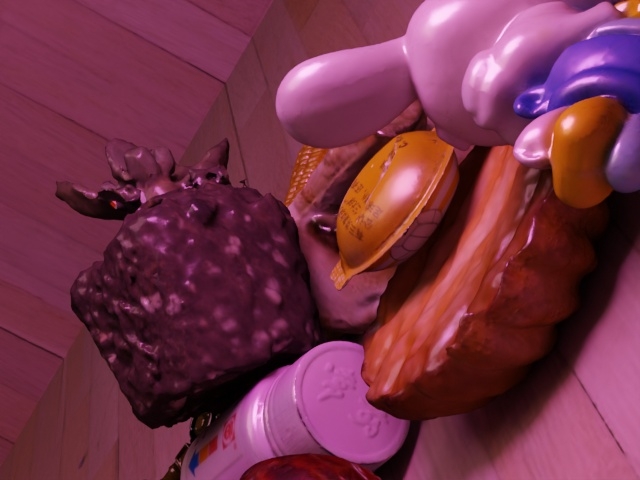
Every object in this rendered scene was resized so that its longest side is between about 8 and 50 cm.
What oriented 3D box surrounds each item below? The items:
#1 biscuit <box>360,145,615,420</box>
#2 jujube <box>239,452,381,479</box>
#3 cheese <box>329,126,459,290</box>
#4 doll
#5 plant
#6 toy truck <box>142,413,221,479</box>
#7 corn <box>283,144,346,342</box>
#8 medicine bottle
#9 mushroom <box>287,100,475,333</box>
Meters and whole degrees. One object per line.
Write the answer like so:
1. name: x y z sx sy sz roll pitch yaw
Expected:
1. biscuit: 0.154 0.022 1.597 0.326 0.107 0.326 -53 15 21
2. jujube: -0.010 0.269 1.543 0.183 0.183 0.243 -65 11 -14
3. cheese: 0.092 -0.067 1.665 0.270 0.069 0.177 -54 13 6
4. doll: 0.207 -0.119 1.406 0.376 0.187 0.365 -37 33 -17
5. plant: -0.138 0.019 1.854 0.213 0.215 0.312 -36 67 46
6. toy truck: -0.128 0.306 2.032 0.257 0.127 0.127 -56 30 20
7. corn: 0.000 0.000 2.148 0.120 0.120 0.363 -50 20 39
8. medicine bottle: -0.026 0.206 1.784 0.254 0.152 0.152 -43 23 49
9. mushroom: 0.093 -0.032 1.902 0.212 0.217 0.292 48 134 29
